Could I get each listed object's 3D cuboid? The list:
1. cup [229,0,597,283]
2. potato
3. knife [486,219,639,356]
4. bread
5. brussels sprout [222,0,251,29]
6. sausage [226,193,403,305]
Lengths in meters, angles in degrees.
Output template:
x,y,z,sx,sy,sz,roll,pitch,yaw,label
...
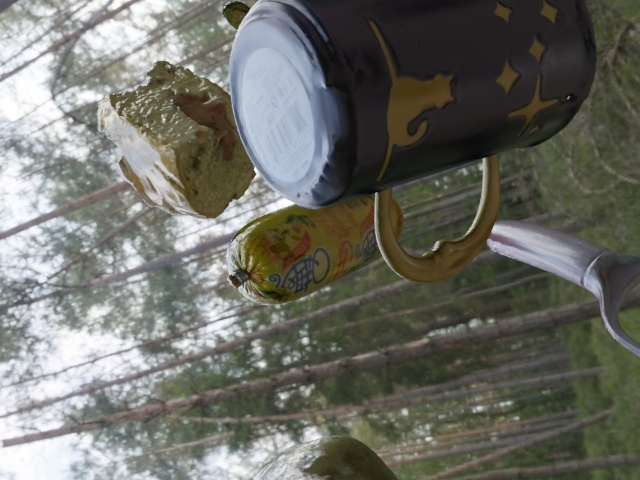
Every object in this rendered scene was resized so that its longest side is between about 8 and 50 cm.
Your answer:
x,y,z,sx,sy,sz,roll,pitch,yaw,label
0.086,-0.094,0.588,0.256,0.178,0.254,-21,-93,-30,cup
0.000,0.372,0.868,0.221,0.326,0.243,13,-138,-9,potato
0.255,0.015,0.711,0.053,0.123,0.278,56,169,-29,knife
-0.221,-0.137,1.153,0.184,0.224,0.211,-39,-36,-32,bread
-0.102,-0.322,1.065,0.083,0.046,0.051,40,172,10,brussels sprout
0.000,0.000,1.007,0.347,0.123,0.123,-24,-84,-47,sausage
